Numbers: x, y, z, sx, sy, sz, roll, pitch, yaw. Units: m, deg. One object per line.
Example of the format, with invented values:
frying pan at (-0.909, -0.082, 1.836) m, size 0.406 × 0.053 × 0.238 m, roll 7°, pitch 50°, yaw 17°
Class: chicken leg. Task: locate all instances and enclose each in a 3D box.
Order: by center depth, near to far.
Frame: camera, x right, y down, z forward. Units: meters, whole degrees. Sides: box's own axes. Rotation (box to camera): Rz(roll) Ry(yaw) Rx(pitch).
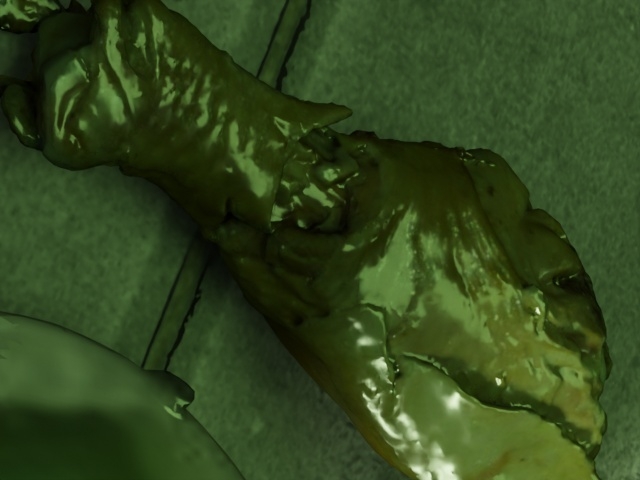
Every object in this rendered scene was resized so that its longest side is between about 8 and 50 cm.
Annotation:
chicken leg at (0.000, 0.000, 0.920) m, size 0.429 × 0.152 × 0.201 m, roll 36°, pitch 74°, yaw -28°

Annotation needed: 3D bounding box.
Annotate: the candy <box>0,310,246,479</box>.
candy at (-0.203, 0.202, 0.702) m, size 0.427 × 0.186 × 0.386 m, roll 11°, pitch 49°, yaw -34°
